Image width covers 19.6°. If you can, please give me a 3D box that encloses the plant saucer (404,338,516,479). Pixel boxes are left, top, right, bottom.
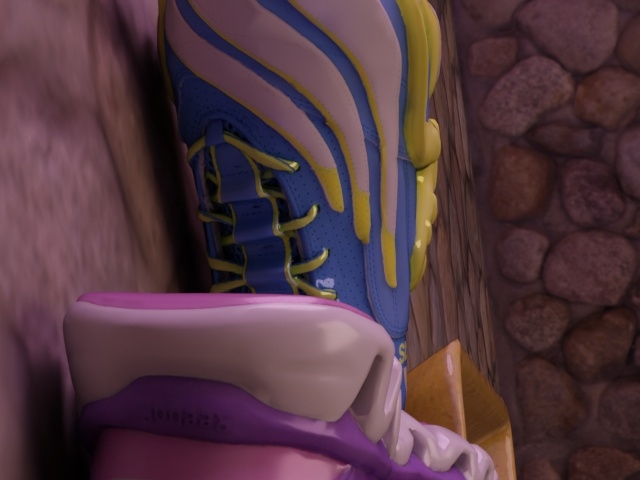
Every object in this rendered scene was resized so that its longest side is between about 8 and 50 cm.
[{"bbox_3d":[0.053,0.230,0.844,0.333,0.081,0.333,45,40,-76],"label":"plant saucer"}]

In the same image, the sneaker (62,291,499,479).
[{"bbox_3d":[-0.010,0.091,0.508,0.236,0.095,0.105,50,41,-67],"label":"sneaker"}]

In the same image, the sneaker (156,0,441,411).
[{"bbox_3d":[0.000,0.000,0.604,0.240,0.091,0.126,71,16,-60],"label":"sneaker"}]
